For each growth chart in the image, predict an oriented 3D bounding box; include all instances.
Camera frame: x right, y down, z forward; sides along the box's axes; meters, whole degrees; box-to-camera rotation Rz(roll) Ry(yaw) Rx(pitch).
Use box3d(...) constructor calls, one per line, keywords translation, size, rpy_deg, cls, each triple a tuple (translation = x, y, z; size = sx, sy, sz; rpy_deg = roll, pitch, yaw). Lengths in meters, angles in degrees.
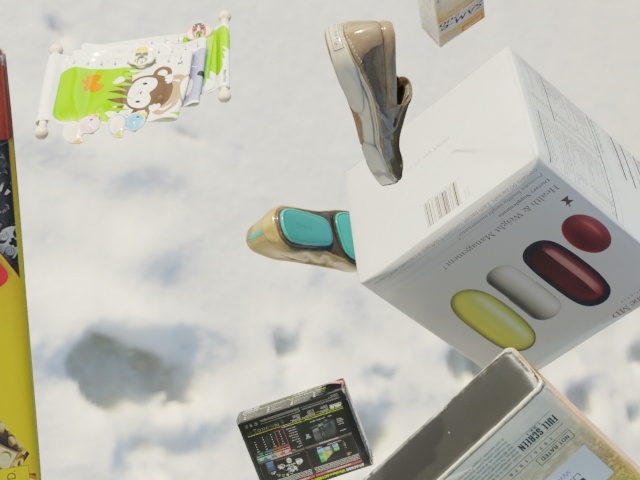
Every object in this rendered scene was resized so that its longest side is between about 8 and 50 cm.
box3d(translation=(-0.211, -0.185, 1.716), size=(0.021, 0.237, 0.172), rpy_deg=(81, -1, -49), cls="growth chart")

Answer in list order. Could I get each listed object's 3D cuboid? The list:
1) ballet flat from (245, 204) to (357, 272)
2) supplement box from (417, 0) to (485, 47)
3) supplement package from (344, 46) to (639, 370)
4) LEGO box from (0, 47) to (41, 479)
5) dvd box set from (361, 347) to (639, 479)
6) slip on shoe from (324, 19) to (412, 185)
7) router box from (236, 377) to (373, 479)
box3d(translation=(0.000, 0.000, 1.854), size=(0.232, 0.073, 0.080), rpy_deg=(14, 58, -46), cls="ballet flat")
box3d(translation=(0.134, -0.251, 1.545), size=(0.036, 0.062, 0.098), rpy_deg=(51, -8, 25), cls="supplement box")
box3d(translation=(0.163, -0.015, 1.293), size=(0.203, 0.194, 0.149), rpy_deg=(34, 32, -32), cls="supplement package")
box3d(translation=(-0.382, 0.119, 0.991), size=(0.193, 0.372, 0.500), rpy_deg=(-143, -132, -68), cls="LEGO box")
box3d(translation=(0.170, 0.306, 1.203), size=(0.420, 0.307, 0.062), rpy_deg=(41, 9, -33), cls="dvd box set")
box3d(translation=(0.039, -0.086, 0.933), size=(0.135, 0.041, 0.051), rpy_deg=(67, 8, -46), cls="slip on shoe")
box3d(translation=(-0.016, 0.208, 1.570), size=(0.038, 0.122, 0.092), rpy_deg=(-86, 157, -76), cls="router box")
